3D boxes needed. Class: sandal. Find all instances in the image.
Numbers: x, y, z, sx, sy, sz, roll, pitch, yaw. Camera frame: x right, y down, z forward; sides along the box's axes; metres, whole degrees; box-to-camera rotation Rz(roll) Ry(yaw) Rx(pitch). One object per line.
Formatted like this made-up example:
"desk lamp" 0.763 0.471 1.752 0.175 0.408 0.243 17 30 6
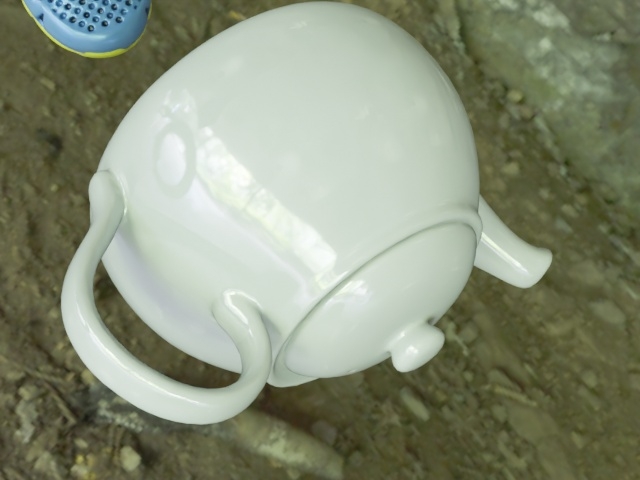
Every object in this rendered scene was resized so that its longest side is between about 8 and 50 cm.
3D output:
"sandal" -0.214 -0.310 0.776 0.138 0.126 0.317 160 -84 -77

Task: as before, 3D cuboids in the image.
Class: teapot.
"teapot" 0.000 0.000 0.551 0.187 0.256 0.252 53 -3 23
